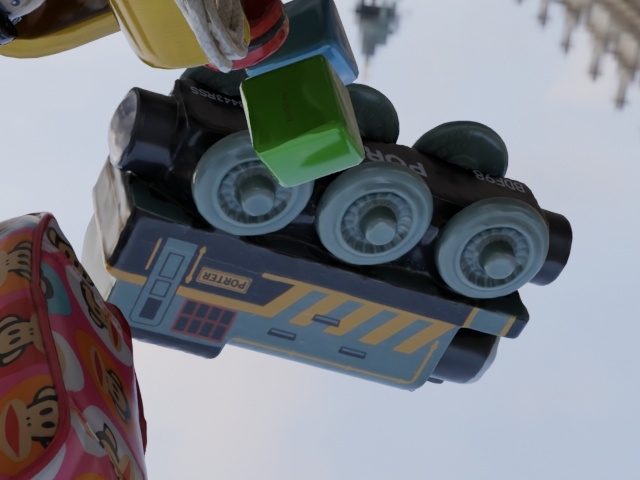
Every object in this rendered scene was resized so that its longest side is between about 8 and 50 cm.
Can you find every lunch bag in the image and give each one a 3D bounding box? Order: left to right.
[{"bbox_3d":[-0.222,0.122,0.959,0.258,0.120,0.293,-27,-151,5],"label":"lunch bag"}]

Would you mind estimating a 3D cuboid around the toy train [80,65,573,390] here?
[{"bbox_3d":[0.000,0.000,1.238,0.334,0.190,0.142,15,-149,-25],"label":"toy train"}]

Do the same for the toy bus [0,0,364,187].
[{"bbox_3d":[-0.074,-0.102,0.516,0.104,0.191,0.202,-19,169,11],"label":"toy bus"}]
